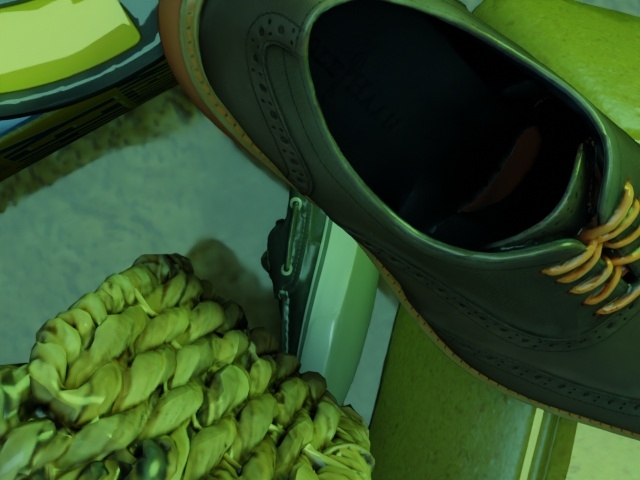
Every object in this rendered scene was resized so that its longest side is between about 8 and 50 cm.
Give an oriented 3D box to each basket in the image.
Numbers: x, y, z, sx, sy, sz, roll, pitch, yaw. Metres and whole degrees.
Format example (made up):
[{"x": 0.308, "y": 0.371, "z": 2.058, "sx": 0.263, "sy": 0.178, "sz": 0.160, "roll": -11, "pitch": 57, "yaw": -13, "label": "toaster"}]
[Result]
[{"x": -0.047, "y": 0.147, "z": 0.595, "sx": 0.213, "sy": 0.299, "sz": 0.223, "roll": -44, "pitch": 89, "yaw": -1, "label": "basket"}]

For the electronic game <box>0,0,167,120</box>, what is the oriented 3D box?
[{"x": -0.113, "y": -0.151, "z": 0.576, "sx": 0.229, "sy": 0.048, "sz": 0.229, "roll": 0, "pitch": 91, "yaw": -1, "label": "electronic game"}]

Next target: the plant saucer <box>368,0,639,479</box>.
[{"x": 0.185, "y": 0.096, "z": 0.706, "sx": 0.332, "sy": 0.081, "sz": 0.333, "roll": 13, "pitch": 90, "yaw": -1, "label": "plant saucer"}]

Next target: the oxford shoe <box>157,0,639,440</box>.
[{"x": 0.068, "y": 0.001, "z": 0.580, "sx": 0.271, "sy": 0.098, "sz": 0.097, "roll": 33, "pitch": 93, "yaw": -27, "label": "oxford shoe"}]

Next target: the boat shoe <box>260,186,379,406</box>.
[{"x": 0.000, "y": 0.000, "z": 0.722, "sx": 0.040, "sy": 0.049, "sz": 0.142, "roll": 10, "pitch": 89, "yaw": 18, "label": "boat shoe"}]

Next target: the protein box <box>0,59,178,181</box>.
[{"x": -0.122, "y": -0.134, "z": 0.669, "sx": 0.201, "sy": 0.136, "sz": 0.200, "roll": -29, "pitch": 92, "yaw": 0, "label": "protein box"}]
